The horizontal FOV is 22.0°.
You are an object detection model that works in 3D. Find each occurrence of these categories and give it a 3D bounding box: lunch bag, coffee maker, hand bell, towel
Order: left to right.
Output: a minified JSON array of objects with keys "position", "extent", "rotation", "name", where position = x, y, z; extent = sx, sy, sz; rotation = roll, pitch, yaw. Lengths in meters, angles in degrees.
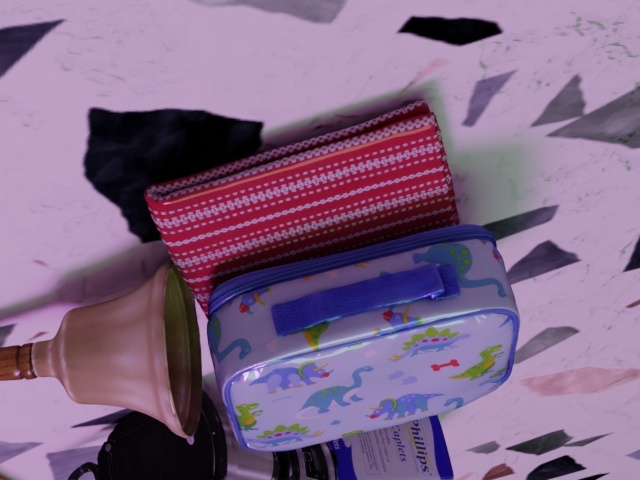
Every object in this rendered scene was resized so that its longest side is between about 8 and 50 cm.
[{"position":[-0.213,0.084,1.156],"extent":[0.242,0.126,0.126],"rotation":[-5,154,7],"name":"hand bell"},{"position":[-0.099,0.205,1.430],"extent":[0.171,0.120,0.178],"rotation":[-5,162,34],"name":"coffee maker"},{"position":[0.000,0.000,1.157],"extent":[0.199,0.031,0.275],"rotation":[-17,153,1],"name":"towel"},{"position":[0.031,0.069,1.172],"extent":[0.219,0.090,0.176],"rotation":[-14,154,-2],"name":"lunch bag"}]

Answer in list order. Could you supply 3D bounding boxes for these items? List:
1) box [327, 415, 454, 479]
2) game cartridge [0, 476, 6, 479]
[{"position":[0.034,0.221,1.558],"extent":[0.137,0.072,0.126],"rotation":[2,149,-34],"name":"box"},{"position":[-0.427,0.269,1.415],"extent":[0.323,0.053,0.285],"rotation":[-20,153,9],"name":"game cartridge"}]
